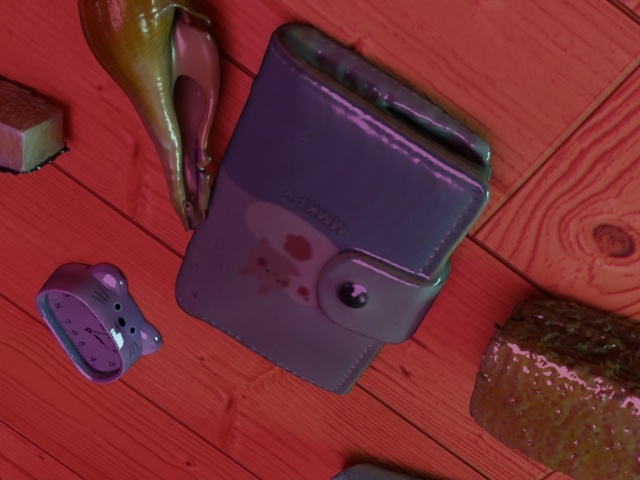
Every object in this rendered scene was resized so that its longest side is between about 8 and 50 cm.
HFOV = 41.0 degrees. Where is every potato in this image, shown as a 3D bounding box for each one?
[{"bbox_3d":[-0.330,-0.121,0.892,0.122,0.086,0.061,23,131,15],"label":"potato"}]

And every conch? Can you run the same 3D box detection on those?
[{"bbox_3d":[-0.151,-0.157,0.787,0.093,0.109,0.330,40,148,45],"label":"conch"}]

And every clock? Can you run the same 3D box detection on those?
[{"bbox_3d":[-0.268,0.101,1.036,0.110,0.050,0.152,-13,116,30],"label":"clock"}]

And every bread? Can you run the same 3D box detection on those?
[{"bbox_3d":[0.247,0.143,0.809,0.196,0.102,0.138,21,126,13],"label":"bread"}]

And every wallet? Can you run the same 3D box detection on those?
[{"bbox_3d":[0.000,0.000,0.836,0.252,0.083,0.360,33,131,7],"label":"wallet"}]

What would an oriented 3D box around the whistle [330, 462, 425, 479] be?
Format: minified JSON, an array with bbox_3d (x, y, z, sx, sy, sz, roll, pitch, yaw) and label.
[{"bbox_3d":[0.162,0.322,0.994,0.312,0.062,0.062,14,126,15],"label":"whistle"}]
